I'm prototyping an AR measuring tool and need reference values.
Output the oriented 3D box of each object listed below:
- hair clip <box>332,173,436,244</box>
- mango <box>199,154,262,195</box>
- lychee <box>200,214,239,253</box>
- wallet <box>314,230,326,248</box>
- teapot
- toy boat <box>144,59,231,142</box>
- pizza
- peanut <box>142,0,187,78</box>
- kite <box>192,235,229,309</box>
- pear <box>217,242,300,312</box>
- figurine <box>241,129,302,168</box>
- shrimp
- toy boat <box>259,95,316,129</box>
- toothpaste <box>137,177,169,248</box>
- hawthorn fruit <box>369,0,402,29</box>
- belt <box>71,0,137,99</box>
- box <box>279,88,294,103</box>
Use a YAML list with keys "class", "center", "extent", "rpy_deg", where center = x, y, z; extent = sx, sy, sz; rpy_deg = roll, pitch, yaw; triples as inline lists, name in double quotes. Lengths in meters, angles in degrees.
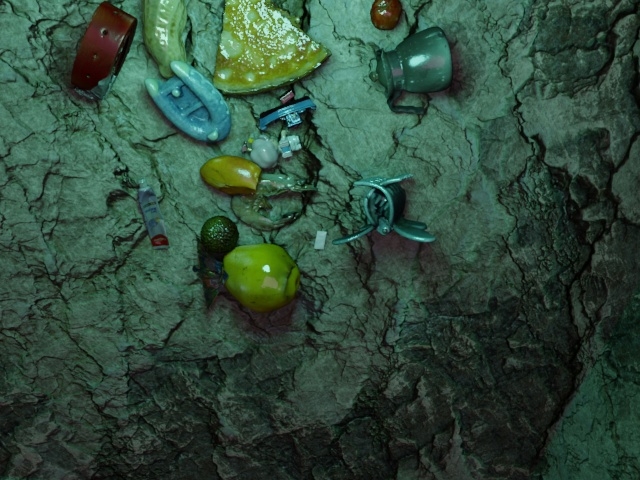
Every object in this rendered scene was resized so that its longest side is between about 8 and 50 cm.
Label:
- class: "hair clip"
  center: [0.261, -0.130, 1.949]
  extent: [0.392, 0.318, 0.238]
  rpy_deg: [-2, 101, 22]
- class: "mango"
  center: [-0.341, -0.250, 1.899]
  extent: [0.252, 0.126, 0.154]
  rpy_deg: [9, 151, 14]
- class: "lychee"
  center: [-0.399, -0.023, 1.968]
  extent: [0.171, 0.171, 0.171]
  rpy_deg: [-3, 114, -8]
- class: "wallet"
  center: [0.000, 0.000, 2.135]
  extent: [0.044, 0.011, 0.083]
  rpy_deg: [6, 112, -11]
- class: "teapot"
  center: [0.320, -0.621, 1.849]
  extent: [0.285, 0.305, 0.223]
  rpy_deg: [-13, 78, 4]
- class: "toy boat"
  center: [-0.450, -0.462, 1.750]
  extent: [0.215, 0.123, 0.330]
  rpy_deg: [-24, 135, 17]
- class: "pizza"
  center: [-0.210, -0.726, 1.728]
  extent: [0.440, 0.130, 0.406]
  rpy_deg: [-14, 115, 9]
- class: "peanut"
  center: [-0.518, -0.711, 1.679]
  extent: [0.153, 0.140, 0.325]
  rpy_deg: [-29, 131, -40]
- class: "kite"
  center: [-0.445, 0.138, 2.038]
  extent: [0.234, 0.016, 0.321]
  rpy_deg: [2, 105, 38]
- class: "pear"
  center: [-0.251, 0.153, 2.020]
  extent: [0.336, 0.285, 0.285]
  rpy_deg: [-10, 115, 5]
- class: "figurine"
  center: [-0.181, -0.342, 1.904]
  extent: [0.229, 0.112, 0.137]
  rpy_deg: [-16, 136, -3]
- class: "shrimp"
  center: [-0.179, -0.157, 2.006]
  extent: [0.360, 0.085, 0.247]
  rpy_deg: [-13, 121, 2]
- class: "toy boat"
  center: [-0.120, -0.463, 1.868]
  extent: [0.223, 0.100, 0.097]
  rpy_deg: [-21, 98, 0]
- class: "toothpaste"
  center: [-0.663, -0.100, 1.969]
  extent: [0.075, 0.048, 0.301]
  rpy_deg: [-13, 117, -8]
- class: "hawthorn fruit"
  center: [0.231, -0.810, 1.767]
  extent: [0.128, 0.128, 0.128]
  rpy_deg: [-3, 114, -8]
- class: "belt"
  center: [-0.710, -0.612, 1.643]
  extent: [0.115, 0.227, 0.324]
  rpy_deg: [27, 125, -18]
- class: "box"
  center: [-0.125, -0.533, 1.846]
  extent: [0.051, 0.082, 0.023]
  rpy_deg: [-34, 112, 6]
